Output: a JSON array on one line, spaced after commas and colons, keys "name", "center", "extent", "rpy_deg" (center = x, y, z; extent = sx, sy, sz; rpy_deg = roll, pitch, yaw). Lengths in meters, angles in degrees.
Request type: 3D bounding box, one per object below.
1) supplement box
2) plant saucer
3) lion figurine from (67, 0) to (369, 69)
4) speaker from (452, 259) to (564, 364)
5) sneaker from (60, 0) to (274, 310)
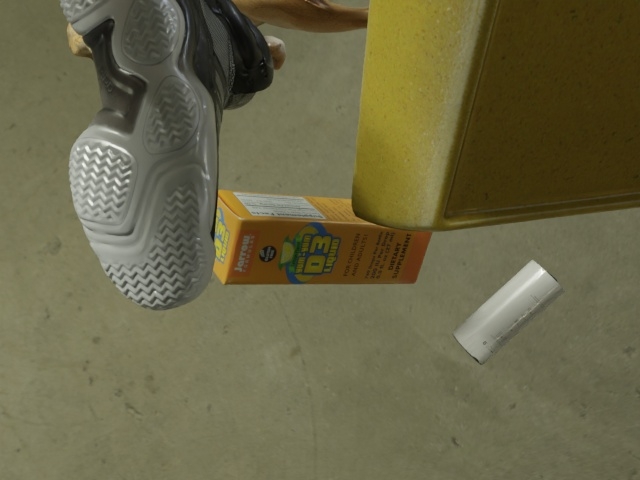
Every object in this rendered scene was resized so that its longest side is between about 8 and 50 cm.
[{"name": "supplement box", "center": [0.000, 0.000, 0.646], "extent": [0.080, 0.234, 0.078], "rpy_deg": [47, 128, 53]}, {"name": "plant saucer", "center": [0.203, -0.125, 0.466], "extent": [0.333, 0.332, 0.080], "rpy_deg": [-8, 48, -9]}, {"name": "lion figurine", "center": [-0.088, -0.253, 0.642], "extent": [0.392, 0.240, 0.142], "rpy_deg": [-7, 90, 48]}, {"name": "speaker", "center": [0.229, 0.088, 0.749], "extent": [0.136, 0.055, 0.055], "rpy_deg": [-45, 65, 9]}, {"name": "sneaker", "center": [-0.090, -0.089, 0.432], "extent": [0.101, 0.153, 0.268], "rpy_deg": [-11, 84, 23]}]
